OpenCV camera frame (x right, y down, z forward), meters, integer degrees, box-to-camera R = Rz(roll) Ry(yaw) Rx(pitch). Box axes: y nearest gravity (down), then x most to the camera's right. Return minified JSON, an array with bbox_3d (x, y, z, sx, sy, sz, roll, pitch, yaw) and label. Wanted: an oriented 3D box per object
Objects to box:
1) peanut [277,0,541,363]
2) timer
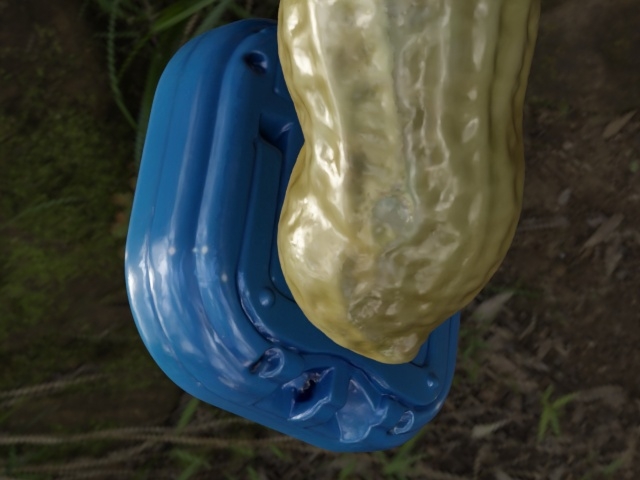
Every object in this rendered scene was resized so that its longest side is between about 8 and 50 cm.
[{"bbox_3d":[0.044,-0.066,0.684,0.147,0.147,0.305,16,118,32],"label":"peanut"},{"bbox_3d":[0.000,0.000,1.015,0.115,0.309,0.340,-11,152,38],"label":"timer"}]
